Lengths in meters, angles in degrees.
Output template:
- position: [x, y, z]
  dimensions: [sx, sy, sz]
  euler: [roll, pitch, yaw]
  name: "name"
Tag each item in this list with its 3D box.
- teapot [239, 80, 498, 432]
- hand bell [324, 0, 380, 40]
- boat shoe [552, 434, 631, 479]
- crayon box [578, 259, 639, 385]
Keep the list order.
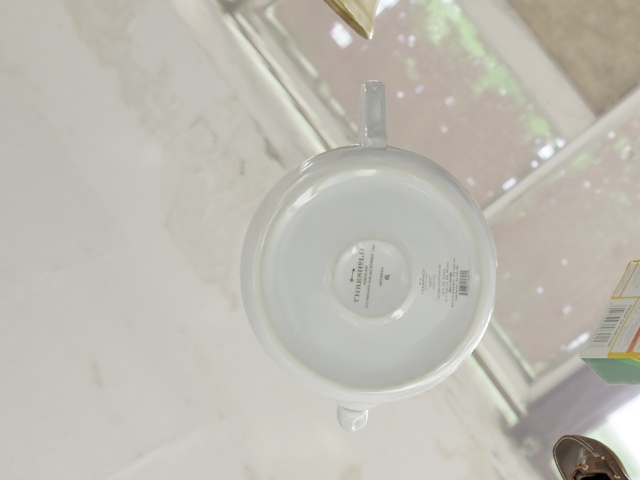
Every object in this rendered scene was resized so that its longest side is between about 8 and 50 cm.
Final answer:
- position: [0.042, 0.022, 1.220]
  dimensions: [0.252, 0.256, 0.187]
  euler: [48, -178, -4]
  name: "teapot"
- position: [0.090, -0.313, 1.198]
  dimensions: [0.126, 0.242, 0.126]
  euler: [47, -177, -3]
  name: "hand bell"
- position: [0.356, 0.312, 1.653]
  dimensions: [0.073, 0.073, 0.207]
  euler: [19, -165, -33]
  name: "boat shoe"
- position: [0.573, 0.122, 1.991]
  dimensions: [0.083, 0.203, 0.323]
  euler: [43, 156, -20]
  name: "crayon box"
